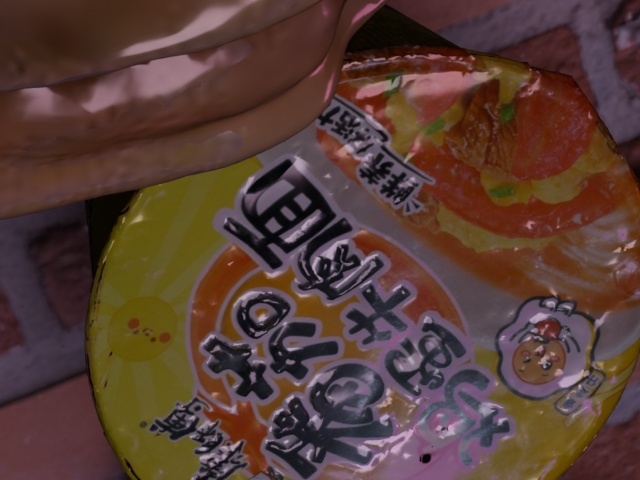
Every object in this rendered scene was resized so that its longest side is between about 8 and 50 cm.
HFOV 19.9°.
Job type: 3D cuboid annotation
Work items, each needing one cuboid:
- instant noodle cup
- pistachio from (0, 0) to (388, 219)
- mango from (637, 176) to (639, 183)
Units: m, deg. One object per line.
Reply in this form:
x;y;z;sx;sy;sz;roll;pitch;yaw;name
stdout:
0.000;0.000;0.873;0.264;0.200;0.264;-7;115;-15;instant noodle cup
-0.171;-0.164;0.658;0.445;0.365;0.281;8;140;-9;pistachio
0.226;0.025;1.033;0.102;0.085;0.184;-44;110;10;mango
